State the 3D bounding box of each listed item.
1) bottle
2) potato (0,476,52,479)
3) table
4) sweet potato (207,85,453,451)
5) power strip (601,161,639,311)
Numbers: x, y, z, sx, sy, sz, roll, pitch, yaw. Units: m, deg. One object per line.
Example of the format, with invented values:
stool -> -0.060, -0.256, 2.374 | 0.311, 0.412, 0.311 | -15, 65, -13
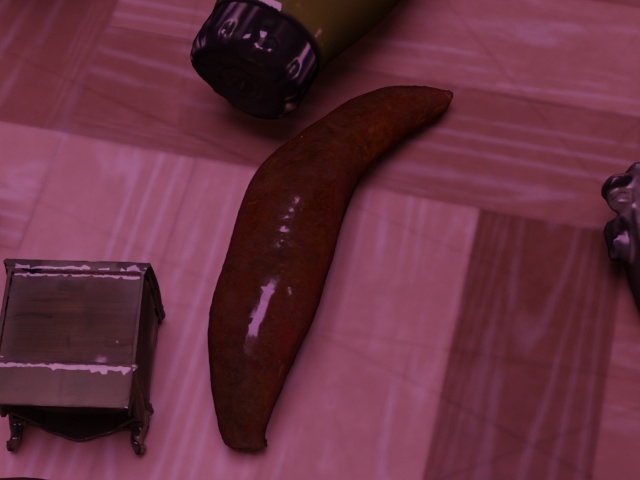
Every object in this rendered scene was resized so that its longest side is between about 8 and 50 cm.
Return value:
bottle -> 0.011, -0.187, 0.848 | 0.112, 0.112, 0.260 | 22, 62, 14
potato -> -0.177, 0.219, 0.596 | 0.296, 0.141, 0.192 | -26, 78, -14
table -> -0.125, 0.061, 0.731 | 0.079, 0.062, 0.083 | 1, 59, 2
sweet potato -> -0.008, -0.007, 0.775 | 0.078, 0.058, 0.255 | 29, 60, 0
power strip -> 0.295, -0.006, 0.767 | 0.285, 0.048, 0.080 | -4, 61, 0
